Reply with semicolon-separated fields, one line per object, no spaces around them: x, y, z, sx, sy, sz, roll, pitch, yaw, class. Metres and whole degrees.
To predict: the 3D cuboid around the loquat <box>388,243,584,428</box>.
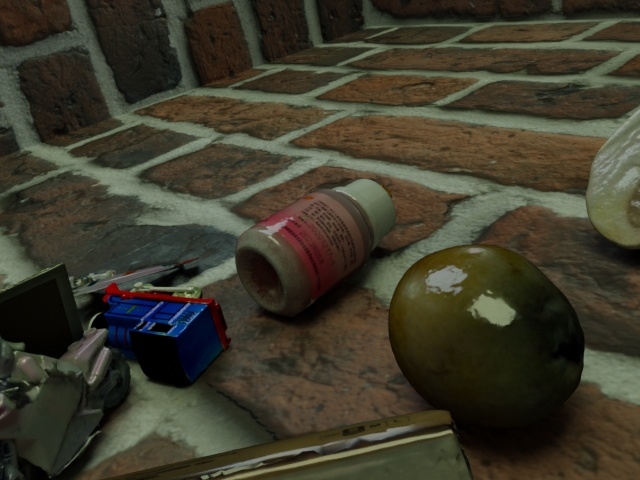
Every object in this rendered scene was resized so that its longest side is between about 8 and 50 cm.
0.165;0.096;0.669;0.179;0.179;0.227;-16;22;-6;loquat

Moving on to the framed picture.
-0.417;0.160;0.748;0.296;0.232;0.019;-28;56;-31;framed picture

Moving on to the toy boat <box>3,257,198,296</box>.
-0.351;0.078;1.025;0.318;0.072;0.219;-11;3;-6;toy boat

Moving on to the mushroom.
0.489;-0.050;0.892;0.162;0.173;0.236;14;54;-34;mushroom

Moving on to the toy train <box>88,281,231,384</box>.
-0.231;0.120;0.897;0.203;0.083;0.131;2;31;29;toy train

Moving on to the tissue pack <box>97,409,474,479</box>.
-0.037;0.255;0.439;0.305;0.239;0.238;-12;26;1;tissue pack

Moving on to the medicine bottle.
0.000;0.000;0.968;0.147;0.147;0.247;13;36;42;medicine bottle

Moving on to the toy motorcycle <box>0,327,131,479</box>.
-0.322;0.157;0.724;0.108;0.204;0.239;-17;21;14;toy motorcycle

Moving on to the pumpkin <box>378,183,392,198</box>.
0.084;-0.063;1.161;0.083;0.054;0.074;-22;14;35;pumpkin
